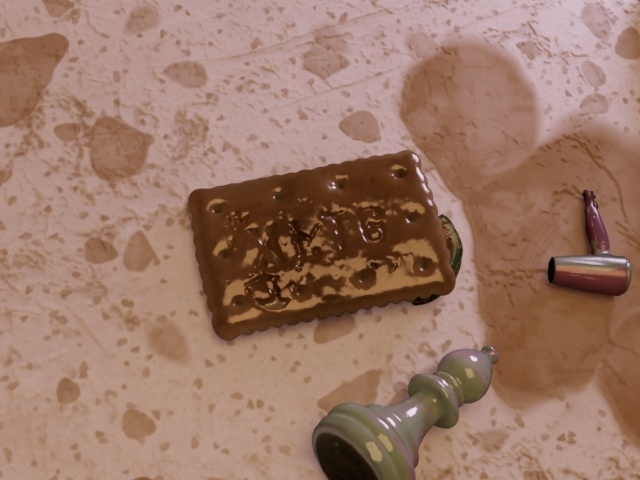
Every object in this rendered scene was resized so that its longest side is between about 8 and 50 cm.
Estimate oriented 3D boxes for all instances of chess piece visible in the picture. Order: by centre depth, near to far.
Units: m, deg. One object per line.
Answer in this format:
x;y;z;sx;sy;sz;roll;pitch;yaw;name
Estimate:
0.128;0.209;1.456;0.271;0.139;0.139;-33;78;-32;chess piece

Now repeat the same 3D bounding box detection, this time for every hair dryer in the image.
0.368;0.000;1.614;0.106;0.054;0.154;10;58;-2;hair dryer

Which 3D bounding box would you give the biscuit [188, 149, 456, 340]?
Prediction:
0.000;0.000;1.527;0.325;0.044;0.217;-10;70;-9;biscuit

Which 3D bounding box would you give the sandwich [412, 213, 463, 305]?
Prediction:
0.154;0.027;1.566;0.067;0.029;0.135;22;69;-2;sandwich
